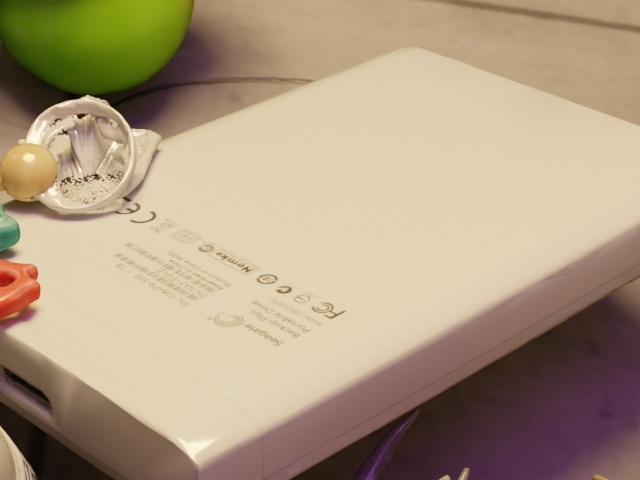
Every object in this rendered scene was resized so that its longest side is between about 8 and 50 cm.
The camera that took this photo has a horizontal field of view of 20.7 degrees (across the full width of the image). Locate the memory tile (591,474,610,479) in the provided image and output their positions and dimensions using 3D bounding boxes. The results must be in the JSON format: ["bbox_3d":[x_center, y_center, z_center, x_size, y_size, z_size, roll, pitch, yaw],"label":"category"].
[{"bbox_3d":[0.164,0.149,0.786,0.113,0.148,0.012,34,82,16],"label":"memory tile"}]

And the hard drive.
[{"bbox_3d":[0.000,0.000,0.848,0.353,0.047,0.233,-26,37,-37],"label":"hard drive"}]

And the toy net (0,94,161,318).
[{"bbox_3d":[-0.147,-0.021,0.794,0.122,0.045,0.232,19,34,34],"label":"toy net"}]

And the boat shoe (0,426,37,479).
[{"bbox_3d":[-0.274,0.145,0.585,0.367,0.156,0.136,-25,62,-8],"label":"boat shoe"}]

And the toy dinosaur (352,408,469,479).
[{"bbox_3d":[-0.096,0.160,0.734,0.313,0.121,0.160,2,31,4],"label":"toy dinosaur"}]

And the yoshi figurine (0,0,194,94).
[{"bbox_3d":[-0.208,-0.146,0.905,0.362,0.203,0.203,-4,72,-18],"label":"yoshi figurine"}]
